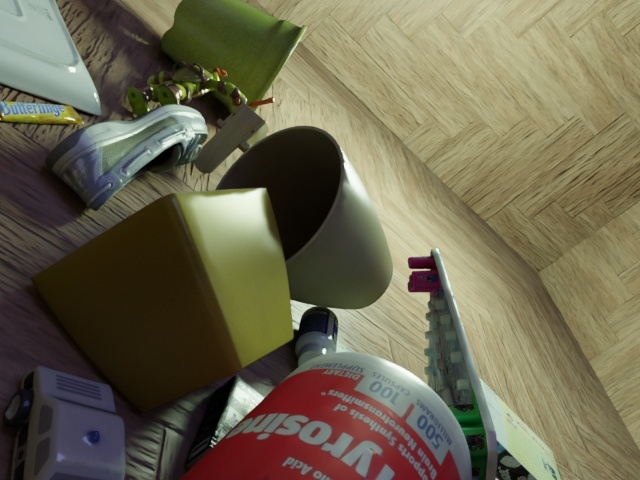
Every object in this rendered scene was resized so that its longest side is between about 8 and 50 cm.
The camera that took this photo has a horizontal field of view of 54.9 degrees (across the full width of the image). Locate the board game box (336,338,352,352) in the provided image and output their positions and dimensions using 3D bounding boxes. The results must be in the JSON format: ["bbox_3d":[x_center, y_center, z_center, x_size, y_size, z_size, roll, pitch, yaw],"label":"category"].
[{"bbox_3d":[0.040,0.237,1.026,0.103,0.026,0.154,42,22,-17],"label":"board game box"}]

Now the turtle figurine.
[{"bbox_3d":[-0.238,-0.287,1.155,0.269,0.087,0.217,19,32,16],"label":"turtle figurine"}]

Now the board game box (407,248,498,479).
[{"bbox_3d":[0.168,0.272,0.874,0.390,0.050,0.390,-89,175,-60],"label":"board game box"}]

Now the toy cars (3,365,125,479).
[{"bbox_3d":[-0.239,0.212,0.442,0.176,0.087,0.394,49,21,-2],"label":"toy cars"}]

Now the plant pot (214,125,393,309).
[{"bbox_3d":[0.000,0.000,0.988,0.274,0.256,0.257,39,22,-44],"label":"plant pot"}]

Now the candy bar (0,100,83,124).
[{"bbox_3d":[-0.404,-0.181,0.873,0.040,0.018,0.161,52,21,7],"label":"candy bar"}]

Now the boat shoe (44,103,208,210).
[{"bbox_3d":[-0.266,-0.128,0.934,0.103,0.118,0.320,55,25,-3],"label":"boat shoe"}]

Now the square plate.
[{"bbox_3d":[-0.513,-0.367,0.928,0.344,0.049,0.347,12,43,-57],"label":"square plate"}]

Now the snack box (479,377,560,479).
[{"bbox_3d":[0.412,0.446,1.356,0.322,0.060,0.187,45,22,-11],"label":"snack box"}]

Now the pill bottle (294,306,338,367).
[{"bbox_3d":[-0.006,0.164,1.002,0.067,0.067,0.120,43,22,-15],"label":"pill bottle"}]

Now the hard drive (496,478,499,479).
[{"bbox_3d":[0.281,0.512,1.018,0.210,0.040,0.319,39,23,-23],"label":"hard drive"}]

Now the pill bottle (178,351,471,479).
[{"bbox_3d":[-0.036,0.276,0.497,0.229,0.229,0.407,51,32,4],"label":"pill bottle"}]

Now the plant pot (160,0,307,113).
[{"bbox_3d":[-0.208,-0.437,1.397,0.253,0.276,0.276,32,25,-12],"label":"plant pot"}]

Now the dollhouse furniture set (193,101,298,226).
[{"bbox_3d":[-0.091,-0.063,1.256,0.303,0.174,0.355,43,-8,8],"label":"dollhouse furniture set"}]

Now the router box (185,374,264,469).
[{"bbox_3d":[-0.066,0.266,0.745,0.179,0.046,0.133,44,21,-13],"label":"router box"}]

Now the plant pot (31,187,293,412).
[{"bbox_3d":[-0.153,0.072,0.713,0.187,0.212,0.212,66,23,4],"label":"plant pot"}]
